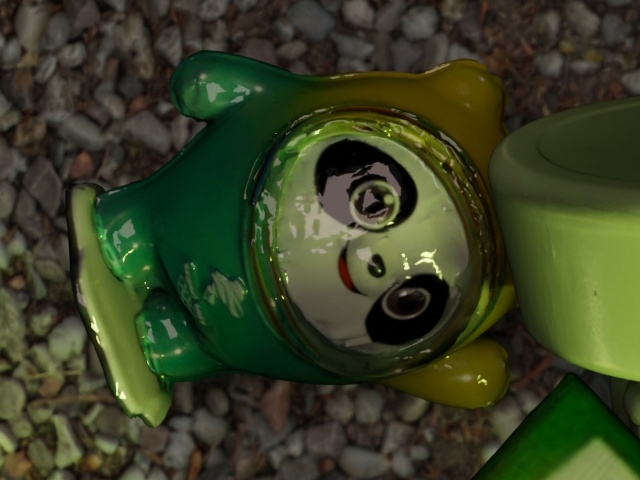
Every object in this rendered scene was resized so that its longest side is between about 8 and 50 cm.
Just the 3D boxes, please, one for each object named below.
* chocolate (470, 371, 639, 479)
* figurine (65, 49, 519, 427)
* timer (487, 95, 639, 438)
[{"bbox_3d":[0.183,0.327,1.108,0.360,0.161,0.341,46,141,18],"label":"chocolate"},{"bbox_3d":[0.000,0.000,1.275,0.340,0.231,0.324,-15,104,10],"label":"figurine"},{"bbox_3d":[0.269,0.078,1.154,0.290,0.291,0.315,0,109,20],"label":"timer"}]
